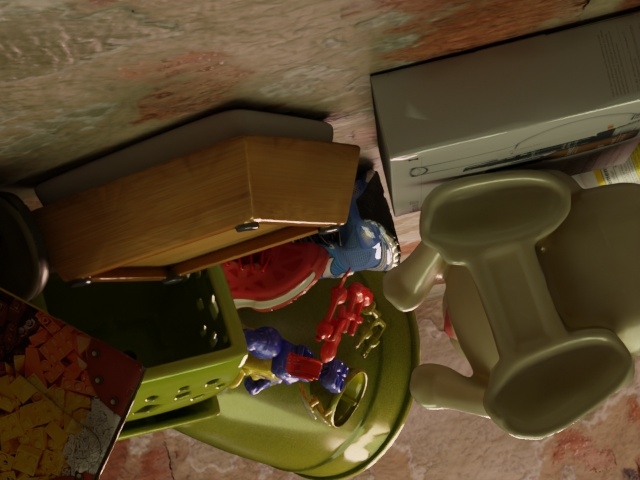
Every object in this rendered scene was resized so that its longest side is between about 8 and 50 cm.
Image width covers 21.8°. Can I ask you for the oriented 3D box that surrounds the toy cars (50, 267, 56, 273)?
[{"bbox_3d":[-0.379,0.066,2.089,0.394,0.087,0.176,-12,144,-29],"label":"toy cars"}]

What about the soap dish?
[{"bbox_3d":[-0.129,-0.037,1.726,0.291,0.118,0.229,-17,171,29],"label":"soap dish"}]

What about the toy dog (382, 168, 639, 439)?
[{"bbox_3d":[0.263,0.050,1.940,0.395,0.284,0.408,-28,175,-9],"label":"toy dog"}]

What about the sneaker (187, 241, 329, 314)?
[{"bbox_3d":[-0.104,0.022,2.065,0.221,0.087,0.128,-19,126,37],"label":"sneaker"}]

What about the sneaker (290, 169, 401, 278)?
[{"bbox_3d":[0.000,0.000,2.141,0.147,0.129,0.330,-13,172,-20],"label":"sneaker"}]

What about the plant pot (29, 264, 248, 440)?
[{"bbox_3d":[-0.231,0.113,1.981,0.228,0.227,0.207,-12,150,-17],"label":"plant pot"}]

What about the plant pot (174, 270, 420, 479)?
[{"bbox_3d":[-0.105,0.162,2.451,0.366,0.366,0.353,-21,156,40],"label":"plant pot"}]

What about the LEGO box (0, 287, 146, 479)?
[{"bbox_3d":[-0.453,0.170,1.719,0.372,0.193,0.500,29,155,-16],"label":"LEGO box"}]

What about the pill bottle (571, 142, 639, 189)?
[{"bbox_3d":[0.376,-0.115,2.028,0.208,0.119,0.119,-16,171,20],"label":"pill bottle"}]

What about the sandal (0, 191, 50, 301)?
[{"bbox_3d":[-0.397,0.039,1.734,0.303,0.120,0.086,-19,-170,34],"label":"sandal"}]

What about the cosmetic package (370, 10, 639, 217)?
[{"bbox_3d":[0.203,-0.125,1.781,0.284,0.097,0.377,-11,172,2],"label":"cosmetic package"}]

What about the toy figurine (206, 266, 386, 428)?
[{"bbox_3d":[-0.059,0.129,2.219,0.217,0.191,0.362,15,171,13],"label":"toy figurine"}]
